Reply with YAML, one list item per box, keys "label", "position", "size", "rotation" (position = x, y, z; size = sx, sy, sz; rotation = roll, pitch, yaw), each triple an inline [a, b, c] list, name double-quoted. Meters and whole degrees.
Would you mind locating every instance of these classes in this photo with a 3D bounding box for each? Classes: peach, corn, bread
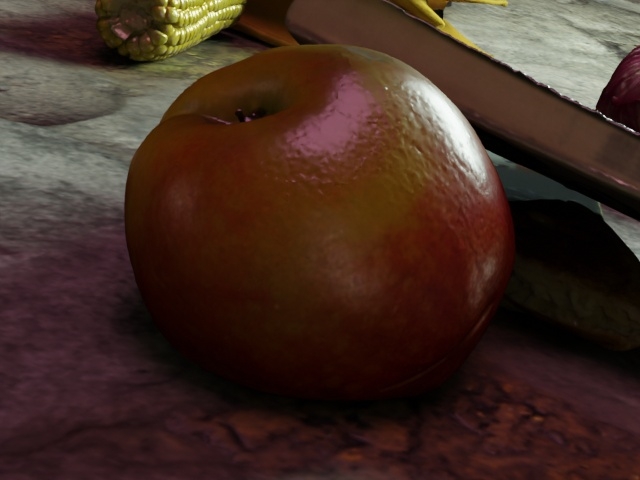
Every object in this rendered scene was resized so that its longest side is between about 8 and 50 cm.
- label: "peach"
  position: [0.000, 0.000, 0.606]
  size: [0.190, 0.192, 0.190]
  rotation: [-23, 26, 12]
- label: "corn"
  position: [-0.140, -0.233, 1.150]
  size: [0.093, 0.093, 0.244]
  rotation: [15, 20, 8]
- label: "bread"
  position: [0.142, 0.010, 0.733]
  size: [0.154, 0.054, 0.136]
  rotation: [24, 30, 16]

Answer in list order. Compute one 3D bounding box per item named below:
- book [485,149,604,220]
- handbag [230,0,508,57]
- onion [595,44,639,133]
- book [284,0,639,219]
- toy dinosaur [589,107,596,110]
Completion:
- label: "book"
  position: [0.094, -0.076, 0.970]
  size: [0.263, 0.028, 0.374]
  rotation: [13, 21, 4]
- label: "handbag"
  position: [-0.010, -0.302, 1.370]
  size: [0.401, 0.133, 0.283]
  rotation: [24, 19, 27]
- label: "onion"
  position: [0.364, -0.114, 1.057]
  size: [0.230, 0.163, 0.230]
  rotation: [-18, 25, 9]
- label: "book"
  position: [0.168, -0.047, 0.739]
  size: [0.371, 0.043, 0.260]
  rotation: [28, 3, 11]
- label: "toy dinosaur"
  position: [0.267, -0.118, 1.173]
  size: [0.041, 0.026, 0.113]
  rotation: [18, 4, 37]
